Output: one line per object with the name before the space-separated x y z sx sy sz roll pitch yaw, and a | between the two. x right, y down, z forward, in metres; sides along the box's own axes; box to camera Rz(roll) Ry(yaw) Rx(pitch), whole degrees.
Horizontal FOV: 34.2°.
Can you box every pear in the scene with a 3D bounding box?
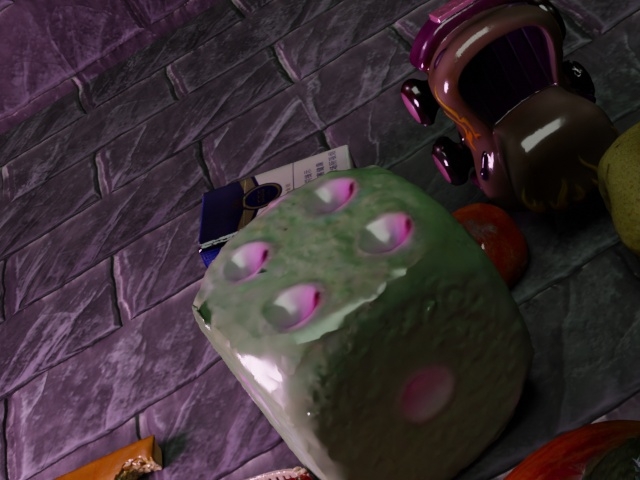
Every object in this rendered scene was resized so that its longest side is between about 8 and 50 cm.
pear | 0.478 -0.072 1.358 0.211 0.188 0.228 -25 32 15

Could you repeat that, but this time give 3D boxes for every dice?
dice | 0.051 0.119 1.339 0.322 0.318 0.330 -38 35 -11

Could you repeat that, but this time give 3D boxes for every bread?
bread | -0.341 0.376 1.567 0.226 0.049 0.088 -25 34 9

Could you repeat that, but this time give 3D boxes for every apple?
apple | 0.256 0.308 1.082 0.346 0.179 0.254 -47 -3 -23

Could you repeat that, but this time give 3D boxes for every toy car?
toy car | 0.292 -0.195 1.530 0.271 0.340 0.240 -33 25 0

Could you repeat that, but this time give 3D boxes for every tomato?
tomato | 0.233 0.004 1.521 0.156 0.069 0.155 -1 53 1

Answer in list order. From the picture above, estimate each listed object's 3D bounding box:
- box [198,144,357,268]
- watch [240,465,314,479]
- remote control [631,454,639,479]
box | -0.062 -0.049 1.638 0.259 0.071 0.168 -17 34 8
watch | -0.102 0.361 1.304 0.268 0.102 0.165 -25 13 38
remote control | 0.400 0.272 0.967 0.247 0.104 0.052 38 76 11
